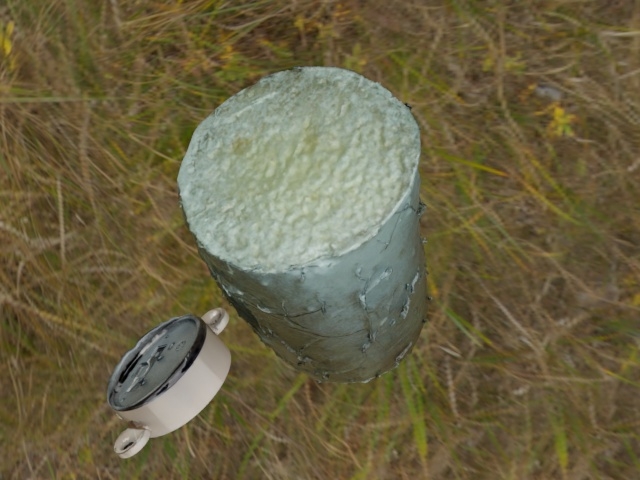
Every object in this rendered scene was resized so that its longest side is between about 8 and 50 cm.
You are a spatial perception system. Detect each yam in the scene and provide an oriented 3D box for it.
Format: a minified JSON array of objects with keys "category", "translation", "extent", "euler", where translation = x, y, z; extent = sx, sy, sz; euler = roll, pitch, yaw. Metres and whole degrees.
[{"category":"yam","translation":[0.000,0.000,1.226],"extent":[0.241,0.348,0.241],"euler":[-4,61,8]}]

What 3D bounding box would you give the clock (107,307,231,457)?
[{"category":"clock","translation":[-0.187,0.160,1.458],"extent":[0.063,0.156,0.229],"euler":[53,55,-26]}]
